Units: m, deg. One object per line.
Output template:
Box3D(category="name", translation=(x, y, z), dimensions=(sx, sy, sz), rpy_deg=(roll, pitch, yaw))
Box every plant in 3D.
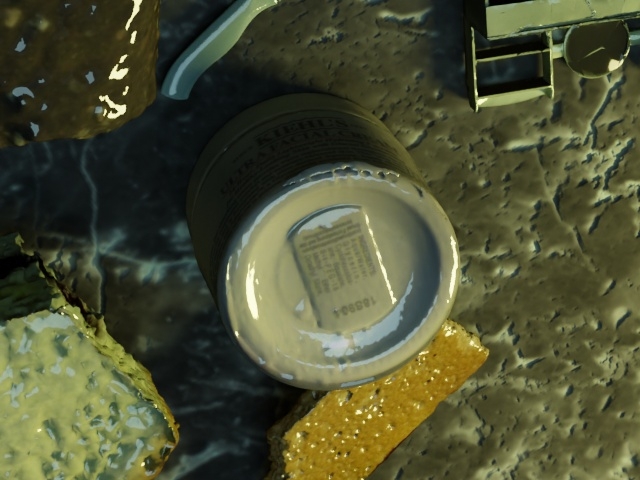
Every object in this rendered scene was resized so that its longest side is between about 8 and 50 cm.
Box3D(category="plant", translation=(-0.188, -0.209, 1.210), dimensions=(0.198, 0.188, 0.276), rpy_deg=(-7, 117, -12))

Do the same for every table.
Box3D(category="table", translation=(0.180, -0.179, 1.392), dimensions=(0.146, 0.062, 0.175), rpy_deg=(-10, 114, -10))

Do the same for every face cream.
Box3D(category="face cream", translation=(0.000, 0.000, 1.380), dimensions=(0.177, 0.153, 0.177), rpy_deg=(-6, 115, -12))

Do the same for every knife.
Box3D(category="knife", translation=(-0.038, -0.177, 1.362), dimensions=(0.210, 0.015, 0.028), rpy_deg=(-45, 111, 8))

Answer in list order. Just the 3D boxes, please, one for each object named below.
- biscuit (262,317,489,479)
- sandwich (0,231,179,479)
Box3D(category="biscuit", translation=(0.020, 0.144, 1.501), dimensions=(0.237, 0.026, 0.131), rpy_deg=(-45, 141, 11))
Box3D(category="sandwich", translation=(-0.261, 0.153, 1.402), dimensions=(0.262, 0.131, 0.325), rpy_deg=(19, 112, -20))
